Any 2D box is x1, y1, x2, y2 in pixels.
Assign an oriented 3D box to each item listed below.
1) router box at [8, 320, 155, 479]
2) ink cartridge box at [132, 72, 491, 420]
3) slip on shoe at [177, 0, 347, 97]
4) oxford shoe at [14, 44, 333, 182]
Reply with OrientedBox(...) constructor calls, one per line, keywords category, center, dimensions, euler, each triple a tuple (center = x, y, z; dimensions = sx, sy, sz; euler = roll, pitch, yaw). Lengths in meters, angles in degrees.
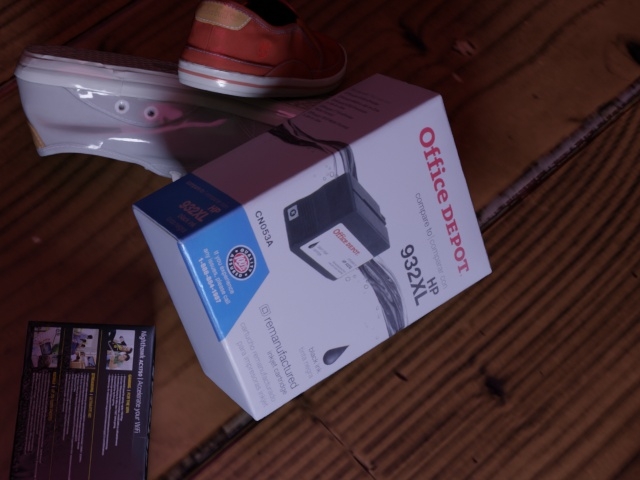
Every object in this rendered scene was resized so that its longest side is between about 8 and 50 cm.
OrientedBox(category="router box", center=(-0.240, 0.173, 1.177), dimensions=(0.133, 0.046, 0.179), euler=(3, 63, -5))
OrientedBox(category="ink cartridge box", center=(0.000, 0.000, 1.179), dimensions=(0.307, 0.223, 0.129), euler=(-30, 29, -19))
OrientedBox(category="slip on shoe", center=(-0.050, -0.219, 1.272), dimensions=(0.123, 0.331, 0.101), euler=(16, 104, 19))
OrientedBox(category="oxford shoe", center=(-0.119, -0.124, 1.304), dimensions=(0.449, 0.169, 0.130), euler=(7, 103, -11))
